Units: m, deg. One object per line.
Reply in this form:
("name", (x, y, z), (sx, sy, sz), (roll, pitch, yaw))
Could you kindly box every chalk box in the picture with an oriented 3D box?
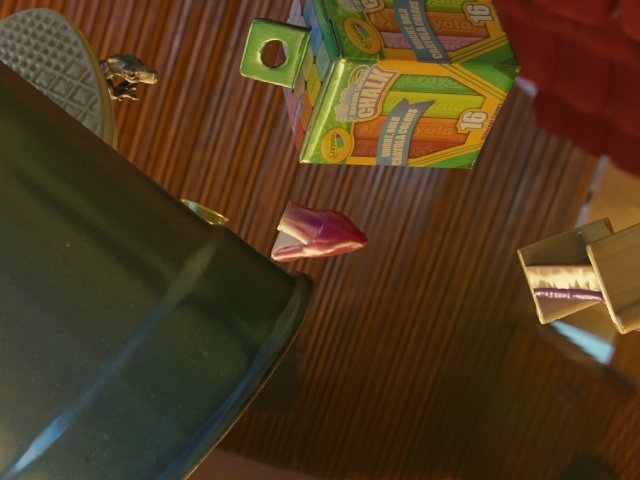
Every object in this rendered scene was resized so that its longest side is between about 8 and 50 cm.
("chalk box", (0.055, -0.208, 1.574), (0.289, 0.180, 0.179), (-1, -128, -17))

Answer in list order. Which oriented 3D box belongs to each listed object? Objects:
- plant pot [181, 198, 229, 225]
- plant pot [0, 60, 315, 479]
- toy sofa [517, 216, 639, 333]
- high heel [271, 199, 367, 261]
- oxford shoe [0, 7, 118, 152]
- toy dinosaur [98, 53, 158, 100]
("plant pot", (-0.200, -0.015, 2.146), (0.083, 0.079, 0.083), (22, 173, 3))
("plant pot", (-0.239, 0.042, 1.021), (0.334, 0.341, 0.341), (44, -169, -10))
("toy sofa", (0.398, 0.065, 1.780), (0.150, 0.177, 0.362), (-20, -179, -7))
("high heel", (0.000, 0.000, 1.868), (0.117, 0.082, 0.244), (23, 164, 1))
("oxford shoe", (-0.271, -0.028, 1.395), (0.169, 0.449, 0.130), (-16, 165, 2))
("toy dinosaur", (-0.299, -0.180, 1.679), (0.268, 0.064, 0.118), (-18, 163, 25))
